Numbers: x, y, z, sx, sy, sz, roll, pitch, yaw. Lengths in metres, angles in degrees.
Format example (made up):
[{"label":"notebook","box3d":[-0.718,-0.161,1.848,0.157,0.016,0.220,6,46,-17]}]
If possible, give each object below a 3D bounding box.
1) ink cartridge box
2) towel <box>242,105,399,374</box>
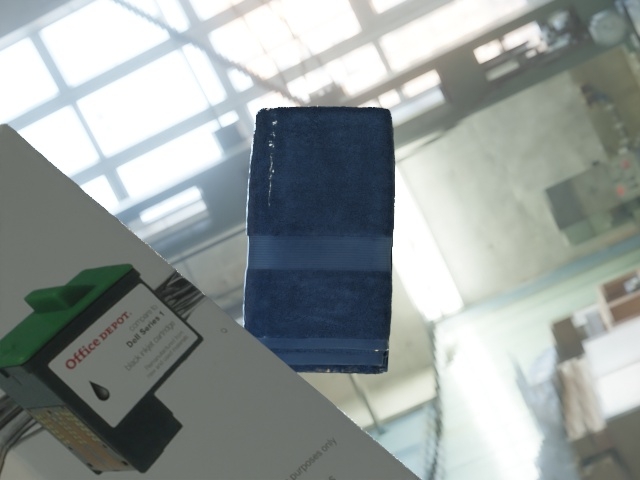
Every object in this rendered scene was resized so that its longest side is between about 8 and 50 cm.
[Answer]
[{"label":"ink cartridge box","box3d":[-0.074,0.092,0.437,0.219,0.160,0.092,38,-132,16]},{"label":"towel","box3d":[0.000,0.000,0.580,0.029,0.067,0.119,-169,81,-85]}]
